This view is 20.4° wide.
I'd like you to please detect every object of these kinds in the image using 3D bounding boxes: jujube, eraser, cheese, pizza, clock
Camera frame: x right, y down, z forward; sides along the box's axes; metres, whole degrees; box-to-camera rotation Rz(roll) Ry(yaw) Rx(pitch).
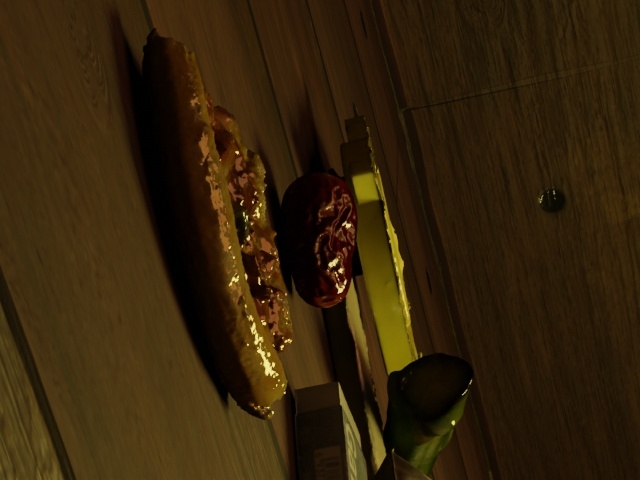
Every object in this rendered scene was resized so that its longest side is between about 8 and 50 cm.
[{"bbox_3d":[0.000,0.000,1.677,0.077,0.077,0.129,55,28,-70],"label":"jujube"},{"bbox_3d":[0.014,0.228,1.502,0.092,0.046,0.212,69,12,-46],"label":"eraser"},{"bbox_3d":[0.036,0.145,1.858,0.085,0.034,0.400,33,44,-73],"label":"cheese"},{"bbox_3d":[-0.066,-0.016,1.272,0.197,0.058,0.292,-76,153,-75],"label":"pizza"},{"bbox_3d":[0.055,0.019,2.038,0.277,0.071,0.293,-87,164,-77],"label":"clock"}]

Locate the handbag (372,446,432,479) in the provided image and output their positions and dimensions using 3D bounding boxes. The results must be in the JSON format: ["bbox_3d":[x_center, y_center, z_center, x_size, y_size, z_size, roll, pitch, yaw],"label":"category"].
[{"bbox_3d":[0.101,0.346,1.705,0.182,0.117,0.270,70,9,-70],"label":"handbag"}]

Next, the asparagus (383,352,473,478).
[{"bbox_3d":[0.104,0.208,1.919,0.343,0.085,0.082,105,-17,-64],"label":"asparagus"}]
